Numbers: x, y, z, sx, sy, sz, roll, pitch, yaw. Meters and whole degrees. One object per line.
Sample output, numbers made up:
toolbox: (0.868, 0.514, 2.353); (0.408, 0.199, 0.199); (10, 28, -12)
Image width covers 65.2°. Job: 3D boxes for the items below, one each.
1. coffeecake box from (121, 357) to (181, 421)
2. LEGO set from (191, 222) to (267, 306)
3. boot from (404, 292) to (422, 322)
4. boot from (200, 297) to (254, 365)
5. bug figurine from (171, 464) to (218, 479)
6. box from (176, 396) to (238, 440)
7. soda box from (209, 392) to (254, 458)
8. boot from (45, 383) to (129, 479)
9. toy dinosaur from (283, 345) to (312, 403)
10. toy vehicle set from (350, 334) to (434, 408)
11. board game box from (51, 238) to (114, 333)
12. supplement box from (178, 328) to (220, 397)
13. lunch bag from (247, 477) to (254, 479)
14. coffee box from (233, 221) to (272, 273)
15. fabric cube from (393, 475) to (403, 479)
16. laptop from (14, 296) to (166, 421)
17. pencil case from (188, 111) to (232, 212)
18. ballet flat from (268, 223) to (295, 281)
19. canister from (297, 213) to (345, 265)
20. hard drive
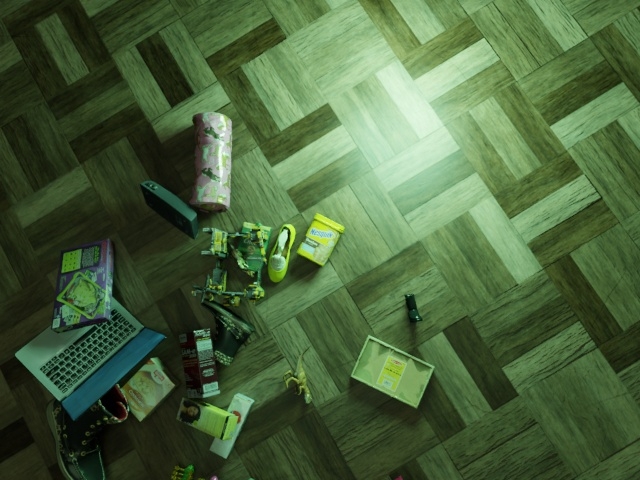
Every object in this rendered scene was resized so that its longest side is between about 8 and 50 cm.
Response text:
coffeecake box: (-0.648, 0.560, 1.894); (0.142, 0.068, 0.185); (43, 87, 10)
LEGO set: (-0.321, 0.083, 1.827); (0.255, 0.192, 0.331); (10, 85, 9)
boot: (0.338, 0.246, 1.833); (0.045, 0.121, 0.099); (-9, 88, 1)
boot: (-0.389, 0.343, 1.896); (0.236, 0.085, 0.178); (32, 89, 9)
bug figurine: (-0.458, 0.940, 1.801); (0.279, 0.072, 0.216); (7, 71, 29)
box: (-0.415, 0.646, 1.824); (0.232, 0.058, 0.087); (9, 79, 29)
soda box: (-0.325, 0.682, 1.852); (0.074, 0.069, 0.216); (24, 84, 7)
boot: (-0.824, 0.697, 1.826); (0.284, 0.138, 0.377); (-33, 74, 18)
toy dinosaur: (-0.081, 0.502, 1.869); (0.112, 0.064, 0.211); (-9, 91, -15)
toy vehicle set: (0.264, 0.482, 1.847); (0.267, 0.035, 0.165); (25, 85, 7)
board game box: (-0.901, 0.167, 1.911); (0.208, 0.056, 0.346); (-16, 57, 6)
supplement box: (-0.451, 0.456, 1.857); (0.073, 0.130, 0.239); (-3, 78, -41)
lunch bag: (-0.278, 1.014, 1.719); (0.169, 0.235, 0.287); (33, 86, 2)
coffee box: (-0.264, 0.027, 1.947); (0.113, 0.040, 0.184); (13, 84, 6)
fabric cube: (0.238, 1.001, 1.670); (0.258, 0.254, 0.259); (-33, 81, 0)
laptop: (-0.822, 0.375, 1.779); (0.408, 0.236, 0.382); (40, 61, 10)
pencil case: (-0.426, -0.303, 1.946); (0.167, 0.160, 0.385); (0, 83, 8)
ballet flat: (-0.154, 0.045, 1.918); (0.077, 0.077, 0.230); (15, 84, 6)
canister: (0.000, 0.000, 1.915); (0.126, 0.073, 0.169); (27, 87, 8)
hard drive: (-0.576, -0.122, 1.934); (0.255, 0.172, 0.054); (35, 63, 10)
